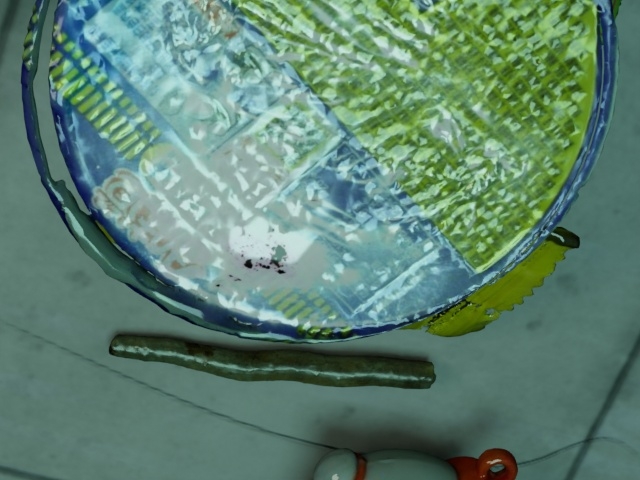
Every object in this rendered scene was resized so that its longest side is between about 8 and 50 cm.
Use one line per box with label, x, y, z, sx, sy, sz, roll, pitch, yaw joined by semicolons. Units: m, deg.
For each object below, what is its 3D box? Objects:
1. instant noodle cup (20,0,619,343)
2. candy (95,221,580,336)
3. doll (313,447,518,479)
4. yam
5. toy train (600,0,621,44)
instant noodle cup;-0.013;-0.139;0.935;0.284;0.312;0.284;-3;118;-5
candy;0.000;0.000;1.121;0.297;0.081;0.187;17;151;-13
doll;0.008;0.253;1.271;0.336;0.105;0.200;-35;116;14
yam;-0.034;0.089;1.225;0.234;0.029;0.027;6;91;-7
toy train;0.143;-0.130;1.101;0.081;0.060;0.202;5;120;-15
